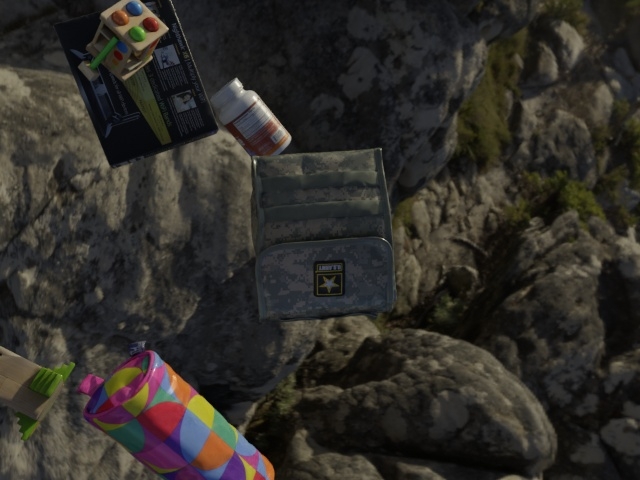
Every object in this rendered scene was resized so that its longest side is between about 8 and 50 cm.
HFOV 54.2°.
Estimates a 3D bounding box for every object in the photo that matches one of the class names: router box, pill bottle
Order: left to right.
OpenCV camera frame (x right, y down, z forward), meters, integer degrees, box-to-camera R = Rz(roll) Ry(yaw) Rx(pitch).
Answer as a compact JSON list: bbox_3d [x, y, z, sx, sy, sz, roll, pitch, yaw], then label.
[{"bbox_3d":[-0.385,-0.338,1.333,0.243,0.081,0.308,-21,97,-11],"label":"router box"},{"bbox_3d":[-0.187,-0.316,1.658,0.216,0.121,0.121,50,62,-20],"label":"pill bottle"}]

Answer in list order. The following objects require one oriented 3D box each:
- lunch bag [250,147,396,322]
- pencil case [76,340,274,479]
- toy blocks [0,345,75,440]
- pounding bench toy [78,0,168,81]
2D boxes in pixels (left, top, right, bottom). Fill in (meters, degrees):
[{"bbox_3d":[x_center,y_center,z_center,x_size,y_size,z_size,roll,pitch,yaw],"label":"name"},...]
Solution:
[{"bbox_3d":[0.000,0.000,1.087,0.236,0.169,0.286,-4,75,-7],"label":"lunch bag"},{"bbox_3d":[-0.152,0.221,0.693,0.104,0.104,0.236,-50,117,-26],"label":"pencil case"},{"bbox_3d":[-0.719,0.299,1.396,0.261,0.381,0.190,32,66,-11],"label":"toy blocks"},{"bbox_3d":[-0.211,-0.206,0.655,0.052,0.065,0.083,43,51,-11],"label":"pounding bench toy"}]
